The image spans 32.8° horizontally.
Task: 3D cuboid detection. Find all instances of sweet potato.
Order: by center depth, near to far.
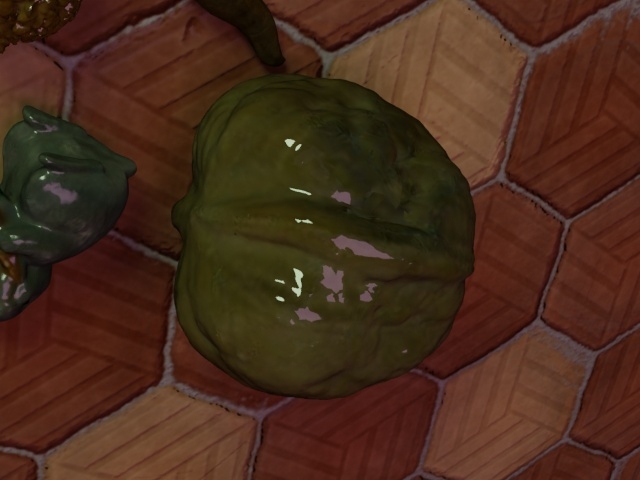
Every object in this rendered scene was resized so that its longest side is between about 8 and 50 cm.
[{"bbox_3d":[-0.093,-0.232,0.931,0.069,0.059,0.249,-44,137,-17],"label":"sweet potato"}]

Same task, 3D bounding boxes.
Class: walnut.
[{"bbox_3d":[0.001,-0.002,1.000,0.277,0.253,0.282,12,112,-37],"label":"walnut"}]

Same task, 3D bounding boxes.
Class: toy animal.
[{"bbox_3d":[-0.257,0.009,0.947,0.138,0.108,0.236,13,112,-37],"label":"toy animal"}]

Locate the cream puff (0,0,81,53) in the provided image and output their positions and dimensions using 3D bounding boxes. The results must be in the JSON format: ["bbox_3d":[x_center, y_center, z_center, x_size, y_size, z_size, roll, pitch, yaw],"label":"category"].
[{"bbox_3d":[-0.242,-0.217,0.808,0.165,0.115,0.150,13,108,-37],"label":"cream puff"}]
